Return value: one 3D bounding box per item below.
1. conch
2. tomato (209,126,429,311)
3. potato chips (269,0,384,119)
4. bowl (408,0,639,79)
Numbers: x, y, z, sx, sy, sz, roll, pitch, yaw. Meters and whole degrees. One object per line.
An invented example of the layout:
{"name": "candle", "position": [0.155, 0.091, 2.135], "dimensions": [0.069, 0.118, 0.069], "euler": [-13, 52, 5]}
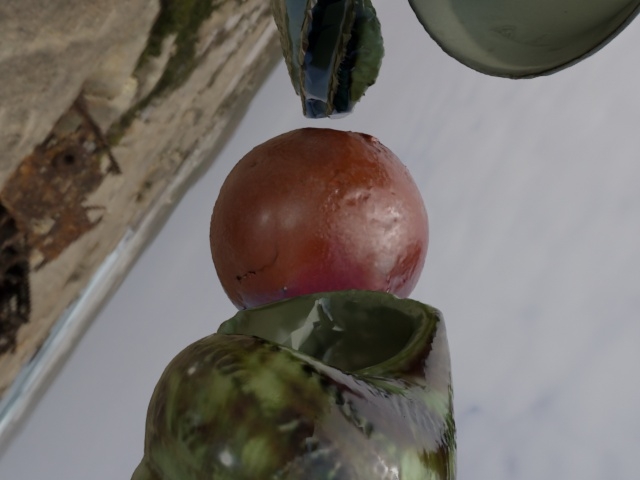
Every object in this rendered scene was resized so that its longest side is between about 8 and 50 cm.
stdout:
{"name": "conch", "position": [-0.013, 0.098, 0.451], "dimensions": [0.187, 0.181, 0.124], "euler": [33, -63, 60]}
{"name": "tomato", "position": [0.000, 0.000, 0.829], "dimensions": [0.208, 0.208, 0.184], "euler": [-43, -146, 53]}
{"name": "potato chips", "position": [-0.026, -0.288, 0.875], "dimensions": [0.070, 0.358, 0.429], "euler": [-17, 166, -3]}
{"name": "bowl", "position": [0.202, -0.283, 0.675], "dimensions": [0.313, 0.146, 0.313], "euler": [17, -69, 55]}
